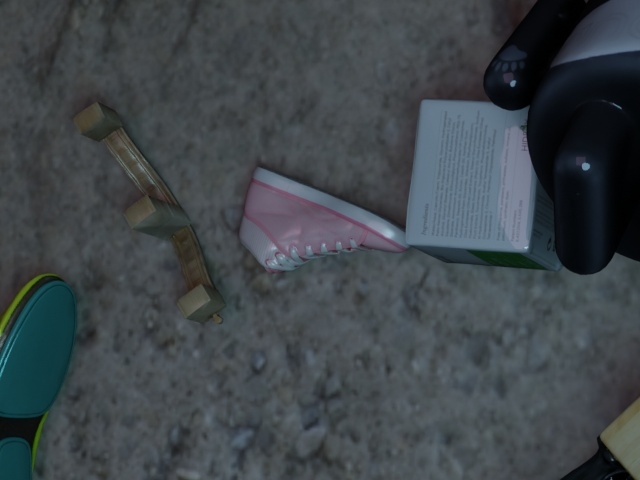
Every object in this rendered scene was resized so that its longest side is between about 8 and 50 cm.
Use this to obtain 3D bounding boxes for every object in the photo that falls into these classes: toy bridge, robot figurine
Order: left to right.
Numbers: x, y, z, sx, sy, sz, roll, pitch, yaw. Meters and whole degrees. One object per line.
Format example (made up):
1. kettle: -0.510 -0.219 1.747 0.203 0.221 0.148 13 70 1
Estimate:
1. toy bridge: -0.118 -0.016 1.248 0.026 0.063 0.188 -36 70 12
2. robot figurine: 0.230 -0.092 1.033 0.209 0.173 0.278 39 53 -8

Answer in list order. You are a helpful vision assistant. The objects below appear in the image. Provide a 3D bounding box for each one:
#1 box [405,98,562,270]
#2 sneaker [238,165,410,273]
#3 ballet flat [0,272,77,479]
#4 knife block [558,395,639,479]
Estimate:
1. box: 0.116 -0.036 1.144 0.087 0.101 0.102 5 84 22
2. sneaker: 0.000 0.000 1.211 0.134 0.051 0.070 22 92 25
3. ballet flat: -0.244 0.134 1.272 0.077 0.077 0.231 8 86 38
4. knife block: 0.231 0.118 1.008 0.242 0.276 0.088 -35 73 -18
